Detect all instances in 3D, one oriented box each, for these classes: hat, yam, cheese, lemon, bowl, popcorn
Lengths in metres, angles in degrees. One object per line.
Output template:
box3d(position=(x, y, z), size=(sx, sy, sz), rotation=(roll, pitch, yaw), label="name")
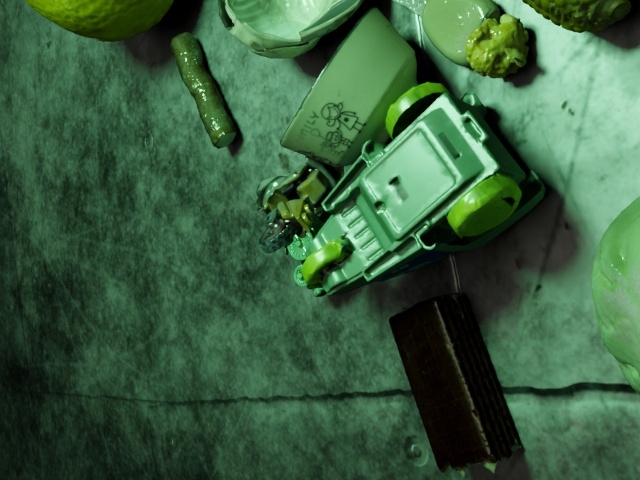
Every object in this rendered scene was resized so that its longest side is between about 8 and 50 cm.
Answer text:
box3d(position=(-0.028, -0.404, 1.234), size=(0.275, 0.161, 0.232), rotation=(-28, 84, 20), label="hat")
box3d(position=(-0.223, -0.286, 1.507), size=(0.061, 0.061, 0.253), rotation=(-44, 62, 40), label="yam")
box3d(position=(0.164, -0.320, 1.107), size=(0.192, 0.037, 0.097), rotation=(42, 121, 35), label="cheese")
box3d(position=(-0.433, -0.560, 1.483), size=(0.350, 0.387, 0.349), rotation=(-19, 61, 39), label="lemon")
box3d(position=(0.058, -0.199, 1.121), size=(0.126, 0.238, 0.237), rotation=(34, 124, 0), label="bowl")
box3d(position=(0.232, -0.244, 1.030), size=(0.084, 0.084, 0.084), rotation=(6, 98, 46), label="popcorn")

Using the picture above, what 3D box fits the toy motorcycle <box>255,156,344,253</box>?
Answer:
box3d(position=(-0.028, -0.066, 1.179), size=(0.130, 0.229, 0.094), rotation=(-31, 110, 21), label="toy motorcycle")

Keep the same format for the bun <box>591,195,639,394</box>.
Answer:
box3d(position=(0.395, 0.067, 0.793), size=(0.293, 0.187, 0.293), rotation=(8, 100, 49), label="bun")

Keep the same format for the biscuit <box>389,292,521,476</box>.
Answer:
box3d(position=(0.187, 0.203, 1.109), size=(0.106, 0.070, 0.252), rotation=(-33, 70, 44), label="biscuit")

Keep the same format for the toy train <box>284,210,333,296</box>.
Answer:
box3d(position=(0.000, 0.000, 1.292), size=(0.105, 0.071, 0.178), rotation=(-19, 78, 35), label="toy train")

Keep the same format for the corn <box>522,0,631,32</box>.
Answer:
box3d(position=(0.243, -0.380, 0.963), size=(0.363, 0.120, 0.120), rotation=(56, 130, 29), label="corn")

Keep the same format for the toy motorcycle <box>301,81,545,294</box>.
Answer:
box3d(position=(0.127, -0.039, 1.077), size=(0.326, 0.200, 0.191), rotation=(-43, 62, 28), label="toy motorcycle")
